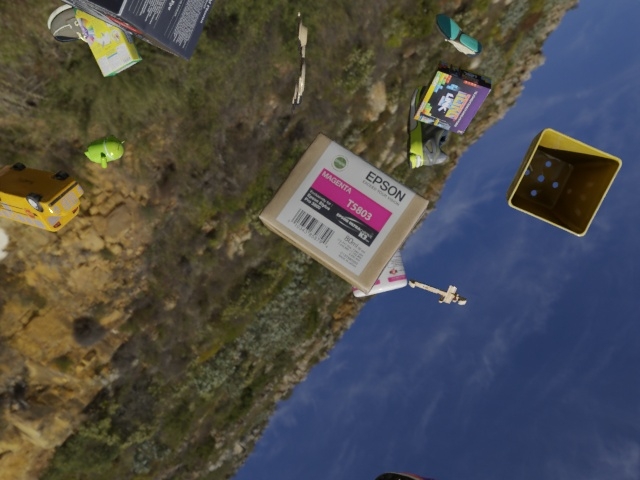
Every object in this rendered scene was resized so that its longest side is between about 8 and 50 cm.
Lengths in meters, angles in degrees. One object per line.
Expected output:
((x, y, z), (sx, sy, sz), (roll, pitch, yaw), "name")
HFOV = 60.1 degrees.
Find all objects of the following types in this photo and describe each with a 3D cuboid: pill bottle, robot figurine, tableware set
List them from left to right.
((-0.623, -0.263, 1.605), (0.115, 0.067, 0.101), (-9, -130, 18), "robot figurine")
((-0.039, -0.319, 1.007), (0.141, 0.020, 0.169), (111, -18, -76), "tableware set")
((0.144, 0.011, 1.611), (0.160, 0.283, 0.160), (-12, 172, -2), "pill bottle")

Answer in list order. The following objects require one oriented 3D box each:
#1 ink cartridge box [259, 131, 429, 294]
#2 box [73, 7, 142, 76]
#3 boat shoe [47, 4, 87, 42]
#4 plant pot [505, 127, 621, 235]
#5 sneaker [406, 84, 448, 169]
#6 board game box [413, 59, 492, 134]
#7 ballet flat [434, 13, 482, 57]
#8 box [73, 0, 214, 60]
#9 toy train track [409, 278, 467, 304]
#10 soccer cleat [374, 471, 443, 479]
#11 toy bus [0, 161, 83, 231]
((0.041, -0.048, 0.981), (0.193, 0.234, 0.088), (-56, 171, -6), "ink cartridge box")
((-0.523, -0.507, 1.352), (0.105, 0.179, 0.043), (-17, -165, 24), "box")
((-0.600, -0.578, 1.462), (0.304, 0.091, 0.109), (-10, -178, 25), "boat shoe")
((0.616, -0.159, 1.473), (0.187, 0.212, 0.212), (-66, 180, -80), "plant pot")
((0.329, -0.347, 1.698), (0.121, 0.111, 0.300), (4, -114, 4), "sneaker")
((0.335, -0.361, 1.416), (0.170, 0.141, 0.048), (112, -4, -57), "board game box")
((0.380, -0.571, 1.562), (0.057, 0.168, 0.052), (-59, -168, -14), "ballet flat")
((-0.422, -0.531, 1.070), (0.179, 0.343, 0.312), (-64, 174, 8), "box")
((0.165, 0.076, 0.786), (0.083, 0.048, 0.014), (20, -121, 12), "toy train track")
((0.261, 0.522, 1.085), (0.318, 0.116, 0.109), (0, -108, 32), "soccer cleat")
((-0.739, -0.111, 1.414), (0.332, 0.130, 0.108), (12, -132, 29), "toy bus")
